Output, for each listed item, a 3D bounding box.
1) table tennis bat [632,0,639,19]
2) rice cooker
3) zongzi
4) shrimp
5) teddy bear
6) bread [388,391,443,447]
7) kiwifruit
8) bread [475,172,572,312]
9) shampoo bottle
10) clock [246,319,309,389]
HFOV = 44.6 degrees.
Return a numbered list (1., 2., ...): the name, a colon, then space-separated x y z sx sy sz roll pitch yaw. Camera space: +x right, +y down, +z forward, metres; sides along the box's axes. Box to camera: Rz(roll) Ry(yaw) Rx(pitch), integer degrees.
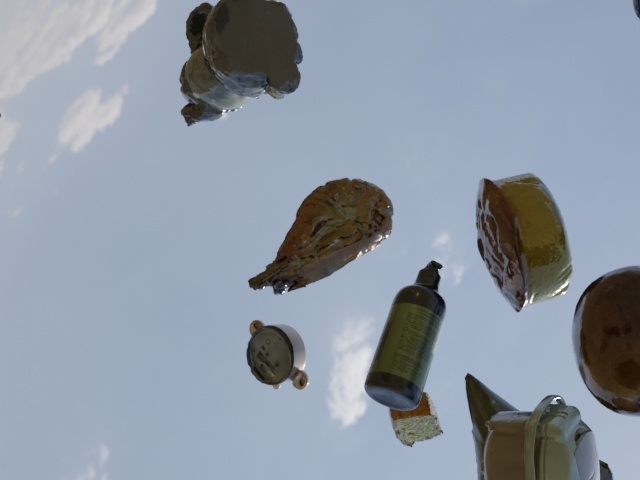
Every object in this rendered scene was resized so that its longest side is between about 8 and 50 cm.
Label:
1. table tennis bat: 0.387 -0.342 0.837 0.150 0.236 0.027 -42 -128 -18
2. rice cooker: 0.273 0.296 0.960 0.127 0.207 0.145 -8 -173 36
3. zongzi: 0.357 0.515 1.597 0.356 0.392 0.174 -56 -168 -7
4. shrimp: 0.000 0.000 0.809 0.184 0.091 0.043 -41 168 -24
5. teddy bear: -0.119 -0.265 1.103 0.251 0.144 0.171 -4 -84 64
6. bread: 0.204 0.390 1.694 0.103 0.187 0.065 -19 -128 8
7. kiwifruit: 0.479 0.155 1.169 0.196 0.196 0.234 -36 -152 30
8. bread: 0.387 -0.001 1.521 0.147 0.270 0.270 -15 -144 0
9. shampoo bottle: 0.165 0.158 1.401 0.101 0.101 0.284 -16 -137 48
10. clock: -0.115 0.289 1.972 0.229 0.063 0.156 48 -66 27
